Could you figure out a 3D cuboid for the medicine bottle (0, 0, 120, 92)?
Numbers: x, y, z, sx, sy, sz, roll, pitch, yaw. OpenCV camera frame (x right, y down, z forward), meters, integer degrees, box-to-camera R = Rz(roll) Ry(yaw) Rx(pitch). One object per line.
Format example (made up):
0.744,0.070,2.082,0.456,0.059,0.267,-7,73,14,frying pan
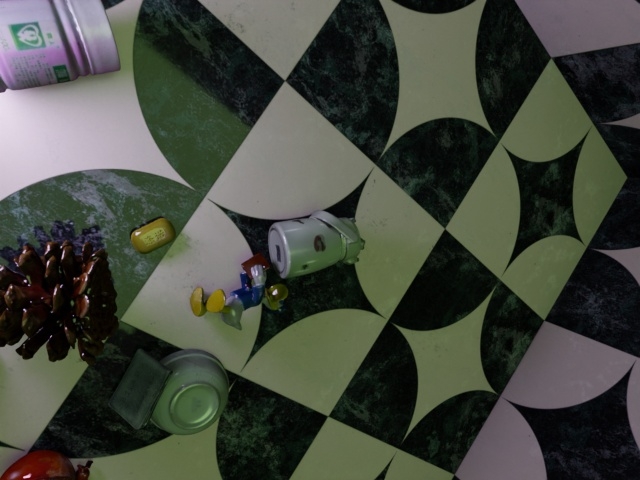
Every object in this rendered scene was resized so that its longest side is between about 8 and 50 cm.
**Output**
-0.721,-0.518,1.180,0.326,0.212,0.211,-22,111,-24,medicine bottle

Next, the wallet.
-0.601,0.496,1.509,0.222,0.167,0.036,-63,155,-2,wallet

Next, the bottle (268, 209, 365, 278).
0.000,0.000,1.676,0.352,0.229,0.228,-12,107,-22,bottle

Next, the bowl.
-0.462,0.552,1.599,0.308,0.163,0.306,-5,101,-28,bowl

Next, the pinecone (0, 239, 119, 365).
-0.764,0.177,1.254,0.385,0.384,0.383,-7,104,-27,pinecone

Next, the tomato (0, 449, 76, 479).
-0.889,0.743,1.423,0.201,0.139,0.233,-15,143,-17,tomato

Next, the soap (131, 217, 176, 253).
-0.546,-0.014,1.483,0.140,0.045,0.088,-30,117,-19,soap

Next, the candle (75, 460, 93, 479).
-0.827,0.910,1.546,0.051,0.048,0.328,12,98,12,candle

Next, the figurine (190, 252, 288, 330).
-0.252,0.185,1.648,0.338,0.205,0.283,26,81,-42,figurine
